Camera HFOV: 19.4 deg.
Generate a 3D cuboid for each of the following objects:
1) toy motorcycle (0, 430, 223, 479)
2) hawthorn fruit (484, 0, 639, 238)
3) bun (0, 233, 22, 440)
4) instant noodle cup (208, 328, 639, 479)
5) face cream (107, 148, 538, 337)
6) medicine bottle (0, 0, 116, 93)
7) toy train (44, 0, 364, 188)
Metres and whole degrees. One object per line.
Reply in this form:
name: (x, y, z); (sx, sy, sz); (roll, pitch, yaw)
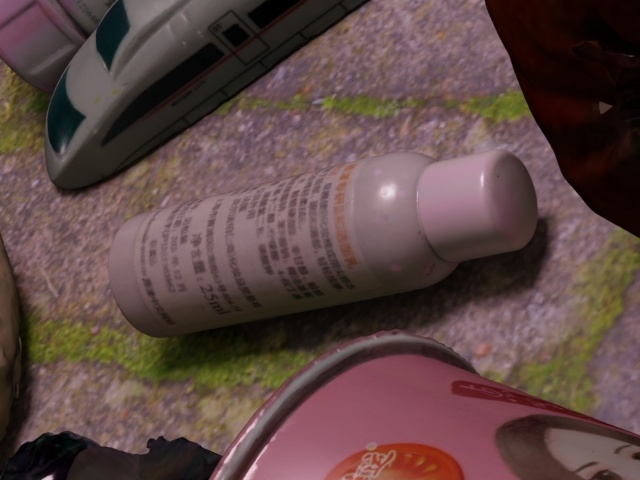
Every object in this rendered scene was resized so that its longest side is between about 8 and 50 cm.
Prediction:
toy motorcycle: (-0.080, 0.184, 0.970); (0.270, 0.106, 0.159); (6, 64, 33)
hawthorn fruit: (0.232, -0.141, 0.835); (0.325, 0.308, 0.308); (-43, 37, -10)
bun: (-0.369, 0.093, 1.225); (0.360, 0.211, 0.359); (-25, 41, 24)
instant noodle cup: (0.096, 0.177, 0.726); (0.231, 0.243, 0.243); (13, 66, 40)
face cream: (0.000, 0.000, 1.079); (0.269, 0.082, 0.082); (-11, 49, 35)
medicine bottle: (-0.163, -0.201, 1.365); (0.168, 0.135, 0.135); (-32, 40, 15)
toy train: (-0.051, -0.173, 1.273); (0.407, 0.088, 0.086); (-35, 48, 14)
